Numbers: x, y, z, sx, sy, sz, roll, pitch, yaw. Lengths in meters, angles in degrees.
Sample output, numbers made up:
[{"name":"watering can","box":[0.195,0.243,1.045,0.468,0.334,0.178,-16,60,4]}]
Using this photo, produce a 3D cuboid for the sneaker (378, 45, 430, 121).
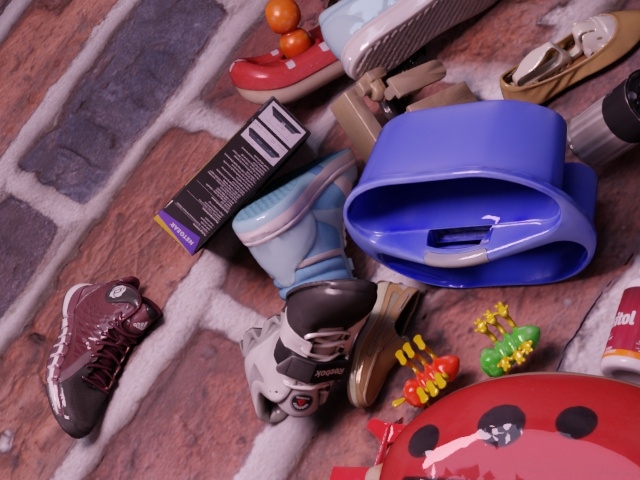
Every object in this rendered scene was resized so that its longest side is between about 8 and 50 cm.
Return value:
[{"name":"sneaker","box":[0.131,-0.261,2.084,0.089,0.051,0.170,-27,44,23]}]

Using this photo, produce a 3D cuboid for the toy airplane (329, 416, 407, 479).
[{"name":"toy airplane","box":[0.078,0.292,1.740,0.151,0.028,0.151,-18,51,24]}]

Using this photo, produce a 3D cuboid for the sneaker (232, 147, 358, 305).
[{"name":"sneaker","box":[0.000,0.000,1.955,0.127,0.208,0.319,-21,13,32]}]

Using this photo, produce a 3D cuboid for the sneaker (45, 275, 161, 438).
[{"name":"sneaker","box":[-0.328,0.163,2.088,0.163,0.106,0.281,-20,49,21]}]

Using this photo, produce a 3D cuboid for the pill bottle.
[{"name":"pill bottle","box":[0.394,0.099,1.601,0.086,0.086,0.152,5,62,39]}]

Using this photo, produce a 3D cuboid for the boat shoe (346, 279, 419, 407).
[{"name":"boat shoe","box":[0.090,0.140,1.820,0.072,0.068,0.190,6,64,22]}]

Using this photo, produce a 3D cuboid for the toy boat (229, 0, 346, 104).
[{"name":"toy boat","box":[-0.044,-0.317,2.142,0.231,0.151,0.151,-30,21,-6]}]

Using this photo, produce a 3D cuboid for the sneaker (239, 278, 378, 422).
[{"name":"sneaker","box":[-0.009,0.154,1.786,0.330,0.122,0.146,132,138,-57]}]

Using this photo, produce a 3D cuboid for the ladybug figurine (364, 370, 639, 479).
[{"name":"ladybug figurine","box":[0.249,0.288,1.458,0.449,0.162,0.305,-1,76,25]}]

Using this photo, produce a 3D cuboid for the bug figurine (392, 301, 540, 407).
[{"name":"bug figurine","box":[0.210,0.216,1.662,0.216,0.072,0.279,-39,49,16]}]

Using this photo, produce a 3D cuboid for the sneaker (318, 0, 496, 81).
[{"name":"sneaker","box":[0.156,-0.400,2.048,0.366,0.135,0.150,-33,65,-9]}]

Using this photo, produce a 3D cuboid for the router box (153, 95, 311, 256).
[{"name":"router box","box":[-0.127,-0.095,2.011,0.243,0.081,0.309,-46,3,0]}]

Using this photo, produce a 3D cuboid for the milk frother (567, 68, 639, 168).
[{"name":"milk frother","box":[0.419,-0.133,1.750,0.135,0.129,0.143,-40,64,59]}]

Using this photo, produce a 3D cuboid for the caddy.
[{"name":"caddy","box":[0.197,-0.039,1.742,0.341,0.241,0.179,-5,51,35]}]

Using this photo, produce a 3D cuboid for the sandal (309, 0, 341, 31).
[{"name":"sandal","box":[0.034,-0.391,2.252,0.180,0.049,0.072,-46,44,0]}]

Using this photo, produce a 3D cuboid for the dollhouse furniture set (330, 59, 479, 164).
[{"name":"dollhouse furniture set","box":[0.128,-0.196,2.013,0.123,0.144,0.151,-27,-9,-36]}]

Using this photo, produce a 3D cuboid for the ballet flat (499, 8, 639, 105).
[{"name":"ballet flat","box":[0.356,-0.264,1.900,0.232,0.073,0.080,-35,45,11]}]
